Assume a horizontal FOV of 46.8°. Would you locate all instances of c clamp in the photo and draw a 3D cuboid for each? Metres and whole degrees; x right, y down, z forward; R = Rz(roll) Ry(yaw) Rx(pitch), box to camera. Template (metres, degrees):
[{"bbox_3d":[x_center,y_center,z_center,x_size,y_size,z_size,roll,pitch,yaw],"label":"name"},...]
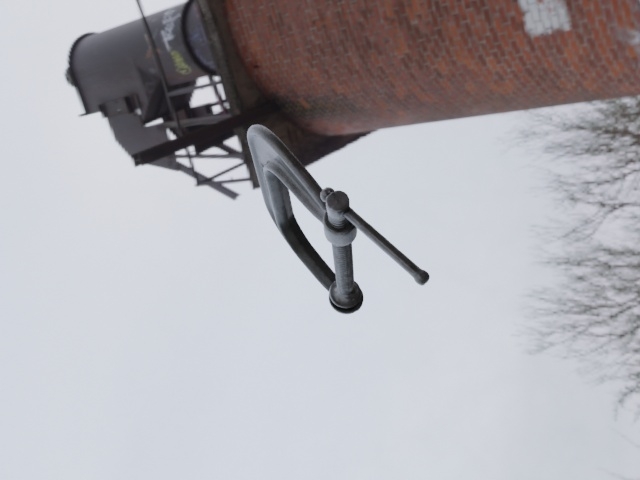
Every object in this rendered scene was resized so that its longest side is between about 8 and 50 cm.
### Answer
[{"bbox_3d":[0.000,0.000,0.425,0.022,0.137,0.160,-38,-16,-13],"label":"c clamp"}]
